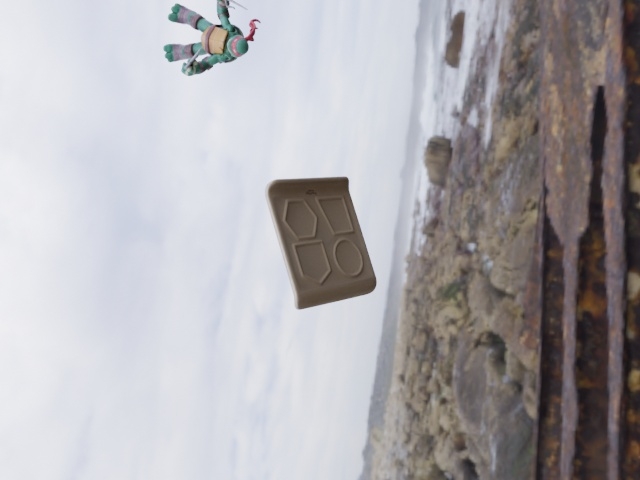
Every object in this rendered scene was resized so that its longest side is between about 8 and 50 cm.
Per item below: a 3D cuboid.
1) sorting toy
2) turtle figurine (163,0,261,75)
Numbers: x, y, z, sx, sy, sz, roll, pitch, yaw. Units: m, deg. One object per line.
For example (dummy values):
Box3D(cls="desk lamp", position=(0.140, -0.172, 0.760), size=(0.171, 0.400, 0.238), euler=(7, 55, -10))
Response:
Box3D(cls="sorting toy", position=(0.000, 0.000, 1.149), size=(0.193, 0.038, 0.208), euler=(-8, -98, -45))
Box3D(cls="turtle figurine", position=(-0.213, -0.390, 1.349), size=(0.118, 0.234, 0.175), euler=(25, -92, -47))
